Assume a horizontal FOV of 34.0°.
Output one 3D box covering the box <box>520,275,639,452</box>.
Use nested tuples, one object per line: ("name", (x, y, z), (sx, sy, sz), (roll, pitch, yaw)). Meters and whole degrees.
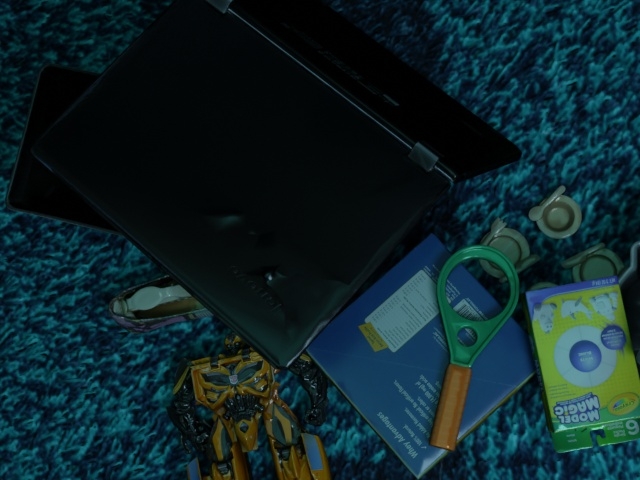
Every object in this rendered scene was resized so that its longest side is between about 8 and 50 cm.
("box", (0.287, 0.135, 1.137), (0.105, 0.043, 0.179), (-11, 84, 2))

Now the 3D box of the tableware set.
("tableware set", (0.284, 0.026, 1.292), (0.141, 0.020, 0.168), (-38, 78, 5))

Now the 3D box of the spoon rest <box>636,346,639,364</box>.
("spoon rest", (0.463, 0.140, 1.098), (0.276, 0.084, 0.137), (18, 89, -1))

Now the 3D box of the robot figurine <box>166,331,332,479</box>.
("robot figurine", (-0.081, 0.255, 1.305), (0.211, 0.085, 0.291), (-15, 81, 6))

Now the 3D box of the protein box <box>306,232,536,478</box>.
("protein box", (0.122, 0.140, 1.237), (0.201, 0.136, 0.200), (-41, 78, -5))

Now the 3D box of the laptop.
("laptop", (-0.032, -0.106, 1.221), (0.382, 0.408, 0.236), (40, 114, 15))

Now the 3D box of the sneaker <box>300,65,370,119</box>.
("sneaker", (0.016, -0.174, 1.348), (0.053, 0.059, 0.144), (-42, 79, 2))

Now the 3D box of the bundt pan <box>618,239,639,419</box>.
("bundt pan", (0.491, 0.105, 1.188), (0.331, 0.124, 0.330), (-1, 83, 12))

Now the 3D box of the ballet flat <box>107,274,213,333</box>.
("ballet flat", (-0.172, 0.066, 1.348), (0.222, 0.079, 0.076), (-19, 79, 8))

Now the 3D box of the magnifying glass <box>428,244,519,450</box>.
("magnifying glass", (0.160, 0.116, 1.159), (0.092, 0.026, 0.231), (13, 76, 7))

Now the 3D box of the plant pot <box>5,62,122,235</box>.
("plant pot", (-0.262, -0.101, 1.341), (0.188, 0.167, 0.187), (13, 86, 12))
